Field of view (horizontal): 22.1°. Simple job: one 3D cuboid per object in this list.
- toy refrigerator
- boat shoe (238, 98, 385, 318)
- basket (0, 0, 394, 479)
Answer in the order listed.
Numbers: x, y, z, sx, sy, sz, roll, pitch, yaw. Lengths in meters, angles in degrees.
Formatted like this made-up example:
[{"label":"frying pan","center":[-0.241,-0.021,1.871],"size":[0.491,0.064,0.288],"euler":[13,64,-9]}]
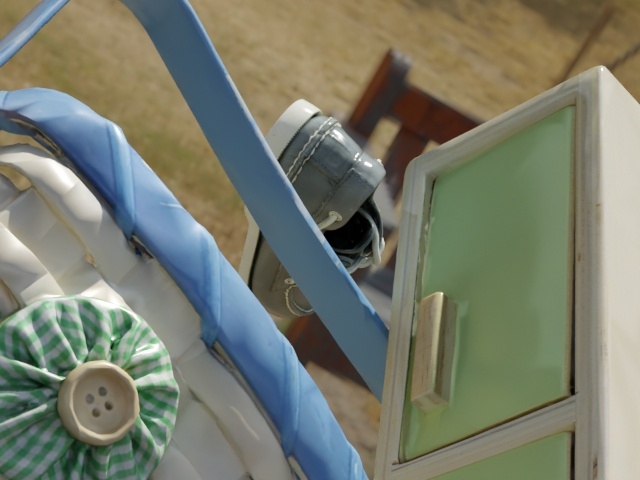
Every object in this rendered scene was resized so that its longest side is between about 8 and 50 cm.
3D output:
[{"label":"toy refrigerator","center":[0.083,0.067,0.602],"size":[0.094,0.102,0.269],"euler":[41,39,-31]},{"label":"boat shoe","center":[0.000,0.000,1.378],"size":[0.099,0.116,0.319],"euler":[31,-23,13]},{"label":"basket","center":[-0.071,0.068,0.538],"size":[0.254,0.201,0.289],"euler":[56,38,-15]}]
